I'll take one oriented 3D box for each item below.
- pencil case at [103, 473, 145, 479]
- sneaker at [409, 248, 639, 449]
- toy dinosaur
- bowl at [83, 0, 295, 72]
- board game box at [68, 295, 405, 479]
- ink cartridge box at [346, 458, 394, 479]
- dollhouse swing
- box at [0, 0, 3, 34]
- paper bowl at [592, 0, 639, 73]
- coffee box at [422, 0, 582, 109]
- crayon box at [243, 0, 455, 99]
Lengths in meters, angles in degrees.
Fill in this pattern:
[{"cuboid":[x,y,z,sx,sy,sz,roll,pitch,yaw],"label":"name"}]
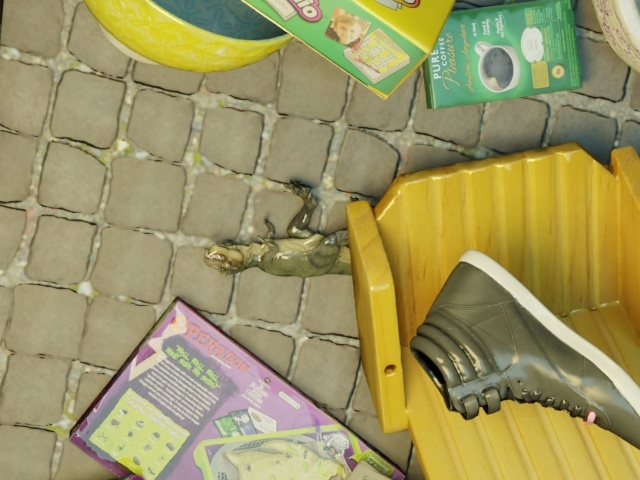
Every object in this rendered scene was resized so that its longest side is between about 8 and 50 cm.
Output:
[{"cuboid":[-0.272,0.312,1.706,0.151,0.070,0.065,-13,58,15],"label":"pencil case"},{"cuboid":[0.218,0.156,1.547,0.295,0.104,0.147,41,79,12],"label":"sneaker"},{"cuboid":[0.000,0.000,1.734,0.268,0.064,0.118,9,109,-12],"label":"toy dinosaur"},{"cuboid":[-0.160,-0.280,1.610,0.289,0.289,0.156,34,133,-11],"label":"bowl"},{"cuboid":[-0.096,0.251,1.757,0.347,0.056,0.208,39,94,-11],"label":"board game box"},{"cuboid":[0.104,0.457,1.726,0.309,0.130,0.272,38,83,-21],"label":"ink cartridge box"},{"cuboid":[0.236,0.110,1.638,0.346,0.305,0.315,-10,119,-6],"label":"dollhouse swing"},{"cuboid":[-0.388,-0.199,1.522,0.097,0.318,0.395,6,95,-8],"label":"box"},{"cuboid":[0.448,-0.309,1.715,0.284,0.148,0.284,-1,98,-8],"label":"paper bowl"},{"cuboid":[0.208,-0.219,1.745,0.184,0.040,0.113,-10,98,-7],"label":"coffee box"},{"cuboid":[-0.003,-0.375,1.583,0.363,0.106,0.313,34,54,-10],"label":"crayon box"}]
